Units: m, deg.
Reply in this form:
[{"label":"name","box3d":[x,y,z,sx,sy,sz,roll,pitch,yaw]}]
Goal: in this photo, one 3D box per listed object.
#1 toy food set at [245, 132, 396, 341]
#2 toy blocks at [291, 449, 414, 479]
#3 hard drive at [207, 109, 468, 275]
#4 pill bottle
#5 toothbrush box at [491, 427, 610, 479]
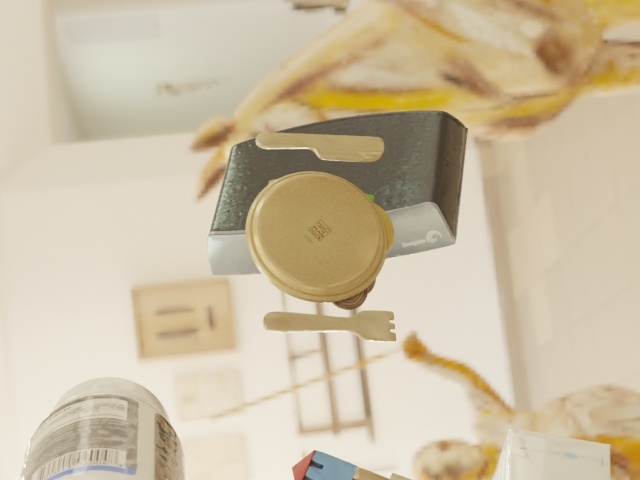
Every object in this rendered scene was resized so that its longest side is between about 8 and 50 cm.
[{"label":"toy food set","box3d":[0.000,0.000,1.150,0.038,0.132,0.192,116,155,-62]},{"label":"toy blocks","box3d":[0.037,0.370,1.289,0.381,0.261,0.191,-67,-21,-16]},{"label":"hard drive","box3d":[0.013,-0.051,1.325,0.054,0.254,0.172,61,-150,-43]},{"label":"pill bottle","box3d":[-0.101,0.117,0.619,0.137,0.078,0.078,-113,18,-74]},{"label":"toothbrush box","box3d":[0.249,0.398,1.587,0.295,0.126,0.216,97,-177,-46]}]
